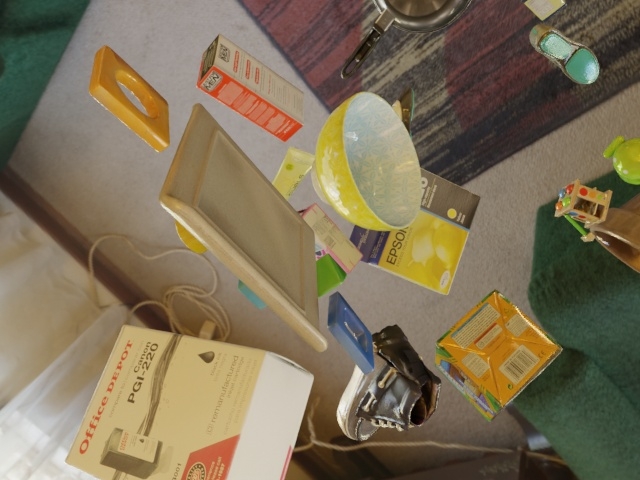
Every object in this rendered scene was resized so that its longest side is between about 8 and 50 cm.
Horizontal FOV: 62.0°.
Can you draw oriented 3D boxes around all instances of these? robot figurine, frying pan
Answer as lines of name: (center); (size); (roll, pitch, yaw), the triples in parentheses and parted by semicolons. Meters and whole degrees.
robot figurine: (0.529, -0.132, 0.891); (0.067, 0.115, 0.101); (-44, 62, 22)
frying pan: (0.124, -0.446, 0.968); (0.326, 0.053, 0.197); (-20, 111, 30)

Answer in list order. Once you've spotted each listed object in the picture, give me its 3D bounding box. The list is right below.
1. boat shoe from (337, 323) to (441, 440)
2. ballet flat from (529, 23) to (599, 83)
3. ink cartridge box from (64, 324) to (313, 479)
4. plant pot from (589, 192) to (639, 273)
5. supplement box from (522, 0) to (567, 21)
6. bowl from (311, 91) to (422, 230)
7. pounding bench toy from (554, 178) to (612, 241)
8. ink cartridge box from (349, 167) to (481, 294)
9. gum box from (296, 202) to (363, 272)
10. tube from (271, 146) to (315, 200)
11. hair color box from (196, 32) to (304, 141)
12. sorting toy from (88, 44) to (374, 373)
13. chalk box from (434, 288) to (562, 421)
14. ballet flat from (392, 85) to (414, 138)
boat shoe: (0.134, 0.342, 1.081); (0.158, 0.127, 0.341); (48, 144, 39)
ballet flat: (0.568, -0.438, 1.238); (0.213, 0.068, 0.072); (21, 125, -29)
ink cartridge box: (-0.136, 0.183, 0.547); (0.217, 0.159, 0.092); (0, 153, 36)
plant pot: (0.714, -0.035, 1.041); (0.263, 0.263, 0.229); (36, 97, -2)
supplement box: (0.474, -0.535, 1.146); (0.083, 0.083, 0.056); (24, 142, -30)
bowl: (0.075, -0.146, 1.118); (0.156, 0.289, 0.290); (-16, 115, 38)
pounding bench toy: (0.410, -0.045, 0.848); (0.065, 0.083, 0.052); (20, 167, 2)
ink cartridge box: (0.262, -0.044, 1.485); (0.307, 0.304, 0.072); (22, 173, -13)
gum box: (0.000, 0.000, 1.300); (0.188, 0.062, 0.107); (48, 150, -13)
tube: (-0.100, -0.158, 1.482); (0.062, 0.070, 0.240); (46, 125, 12)
hair color box: (-0.087, -0.197, 0.698); (0.141, 0.072, 0.043); (29, 133, -32)
sorting toy: (-0.068, -0.012, 0.464); (0.047, 0.196, 0.348); (-33, 121, 14)
chalk box: (0.376, 0.267, 1.184); (0.179, 0.180, 0.289); (45, 169, 24)
ballet flat: (0.209, -0.305, 1.408); (0.074, 0.074, 0.203); (3, 96, 23)
